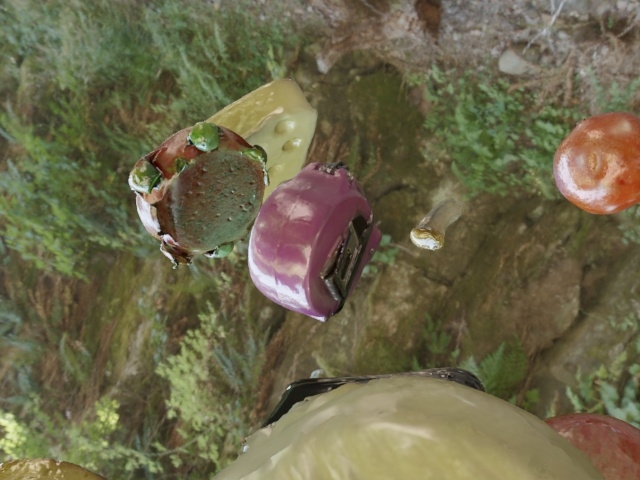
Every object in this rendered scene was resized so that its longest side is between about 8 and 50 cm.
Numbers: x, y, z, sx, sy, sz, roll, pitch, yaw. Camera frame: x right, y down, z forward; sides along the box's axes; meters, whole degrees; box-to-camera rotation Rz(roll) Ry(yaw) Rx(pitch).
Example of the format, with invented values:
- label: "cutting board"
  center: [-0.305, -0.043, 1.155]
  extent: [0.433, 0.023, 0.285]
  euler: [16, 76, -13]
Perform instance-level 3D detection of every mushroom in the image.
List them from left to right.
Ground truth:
- label: "mushroom"
  center: [0.305, -0.050, 1.461]
  extent: [0.084, 0.209, 0.071]
  euler: [11, 129, 35]

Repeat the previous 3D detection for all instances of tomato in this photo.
- label: "tomato"
  center: [0.624, -0.159, 1.257]
  extent: [0.232, 0.232, 0.189]
  euler: [26, -162, -38]

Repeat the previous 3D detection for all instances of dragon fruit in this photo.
- label: "dragon fruit"
  center: [-0.212, -0.095, 1.061]
  extent: [0.268, 0.295, 0.130]
  euler: [-11, -139, -27]

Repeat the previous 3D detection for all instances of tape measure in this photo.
- label: "tape measure"
  center: [0.000, 0.000, 0.481]
  extent: [0.074, 0.125, 0.118]
  euler: [16, 157, 27]

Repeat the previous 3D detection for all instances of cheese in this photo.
- label: "cheese"
  center: [-0.150, -0.203, 1.283]
  extent: [0.104, 0.383, 0.384]
  euler: [60, -170, 20]

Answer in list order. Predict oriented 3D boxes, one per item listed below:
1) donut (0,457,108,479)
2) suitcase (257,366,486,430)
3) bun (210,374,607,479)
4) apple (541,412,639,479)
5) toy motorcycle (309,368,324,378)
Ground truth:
- label: "donut"
  center: [-0.220, 0.260, 0.443]
  extent: [0.179, 0.162, 0.065]
  euler: [61, -175, -6]
- label: "suitcase"
  center: [0.096, 0.354, 0.671]
  extent: [0.283, 0.434, 0.194]
  euler: [-10, -165, 23]
- label: "bun"
  center: [0.060, 0.267, 0.343]
  extent: [0.325, 0.362, 0.234]
  euler: [7, 170, 35]
- label: "apple"
  center: [0.386, 0.437, 0.844]
  extent: [0.344, 0.345, 0.269]
  euler: [23, -145, 11]
- label: "toy motorcycle"
  center: [-0.027, 0.335, 1.018]
  extent: [0.151, 0.229, 0.074]
  euler: [35, 146, -16]
